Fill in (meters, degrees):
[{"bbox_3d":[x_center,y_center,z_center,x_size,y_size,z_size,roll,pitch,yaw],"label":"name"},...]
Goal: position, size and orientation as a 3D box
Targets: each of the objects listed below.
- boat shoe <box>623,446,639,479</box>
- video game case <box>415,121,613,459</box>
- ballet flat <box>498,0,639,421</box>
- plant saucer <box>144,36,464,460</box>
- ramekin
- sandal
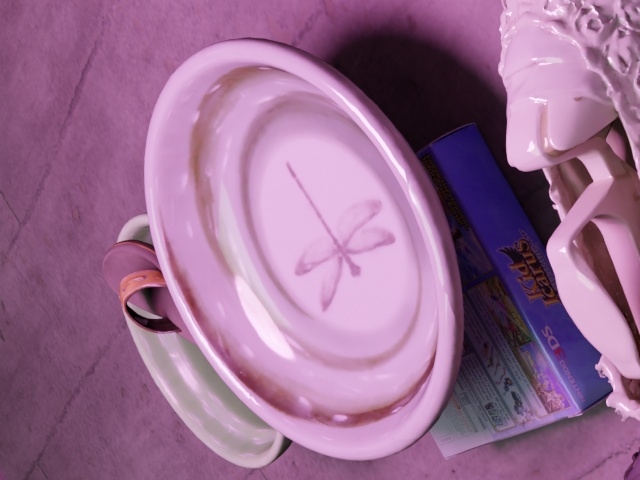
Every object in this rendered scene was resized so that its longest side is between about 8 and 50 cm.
[{"bbox_3d":[0.299,0.197,1.335,0.285,0.103,0.092,-35,79,57],"label":"boat shoe"},{"bbox_3d":[0.130,0.055,1.516,0.269,0.061,0.244,61,151,3],"label":"video game case"},{"bbox_3d":[0.216,-0.044,1.228,0.147,0.147,0.409,-9,105,60],"label":"ballet flat"},{"bbox_3d":[0.000,0.000,1.485,0.400,0.100,0.400,26,128,38],"label":"plant saucer"},{"bbox_3d":[-0.079,0.082,1.782,0.303,0.148,0.303,38,143,36],"label":"ramekin"},{"bbox_3d":[-0.169,0.068,1.695,0.219,0.060,0.090,34,140,40],"label":"sandal"}]
